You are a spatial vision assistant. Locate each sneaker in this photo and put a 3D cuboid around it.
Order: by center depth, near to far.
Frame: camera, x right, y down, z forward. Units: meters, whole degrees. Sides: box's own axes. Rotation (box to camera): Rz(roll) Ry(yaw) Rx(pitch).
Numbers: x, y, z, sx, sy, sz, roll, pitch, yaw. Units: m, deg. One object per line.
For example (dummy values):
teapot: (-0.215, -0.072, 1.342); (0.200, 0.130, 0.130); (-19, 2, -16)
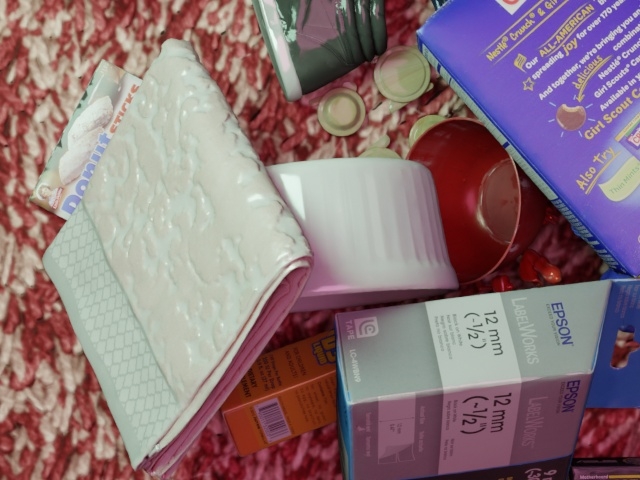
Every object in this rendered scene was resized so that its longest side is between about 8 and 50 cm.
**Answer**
sneaker: (-0.012, -0.314, 1.453); (0.147, 0.104, 0.296); (-18, 98, -5)

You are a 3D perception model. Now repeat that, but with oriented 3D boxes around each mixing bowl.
mixing bowl: (0.180, -0.041, 1.447); (0.098, 0.181, 0.181); (0, 91, -41)

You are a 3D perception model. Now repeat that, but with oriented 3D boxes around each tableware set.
tableware set: (0.078, -0.131, 1.498); (0.141, 0.020, 0.169); (-27, 94, -2)

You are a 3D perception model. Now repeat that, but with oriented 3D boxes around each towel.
towel: (-0.155, 0.015, 1.312); (0.053, 0.332, 0.317); (9, 128, -40)

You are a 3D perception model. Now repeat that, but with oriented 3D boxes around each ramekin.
ramekin: (0.000, 0.000, 1.375); (0.277, 0.277, 0.135); (-5, 84, -3)

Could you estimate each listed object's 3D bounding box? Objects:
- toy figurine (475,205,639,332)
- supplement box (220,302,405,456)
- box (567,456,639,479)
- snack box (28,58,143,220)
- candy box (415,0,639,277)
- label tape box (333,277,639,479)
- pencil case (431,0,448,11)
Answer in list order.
toy figurine: (0.369, -0.026, 1.484); (0.217, 0.191, 0.362); (26, 92, -32)
supplement box: (0.003, 0.152, 1.457); (0.233, 0.078, 0.080); (-19, 125, -4)
box: (0.411, 0.356, 1.505); (0.270, 0.060, 0.216); (-1, 90, -4)
snack box: (-0.256, -0.109, 1.477); (0.064, 0.022, 0.178); (27, 89, -4)
candy box: (0.292, -0.167, 1.293); (0.268, 0.122, 0.317); (-41, 89, 1)
label tape box: (0.192, 0.164, 1.349); (0.347, 0.249, 0.115); (-5, 52, -2)
pencil case: (0.315, -0.346, 1.440); (0.410, 0.160, 0.183); (-18, 113, -3)
